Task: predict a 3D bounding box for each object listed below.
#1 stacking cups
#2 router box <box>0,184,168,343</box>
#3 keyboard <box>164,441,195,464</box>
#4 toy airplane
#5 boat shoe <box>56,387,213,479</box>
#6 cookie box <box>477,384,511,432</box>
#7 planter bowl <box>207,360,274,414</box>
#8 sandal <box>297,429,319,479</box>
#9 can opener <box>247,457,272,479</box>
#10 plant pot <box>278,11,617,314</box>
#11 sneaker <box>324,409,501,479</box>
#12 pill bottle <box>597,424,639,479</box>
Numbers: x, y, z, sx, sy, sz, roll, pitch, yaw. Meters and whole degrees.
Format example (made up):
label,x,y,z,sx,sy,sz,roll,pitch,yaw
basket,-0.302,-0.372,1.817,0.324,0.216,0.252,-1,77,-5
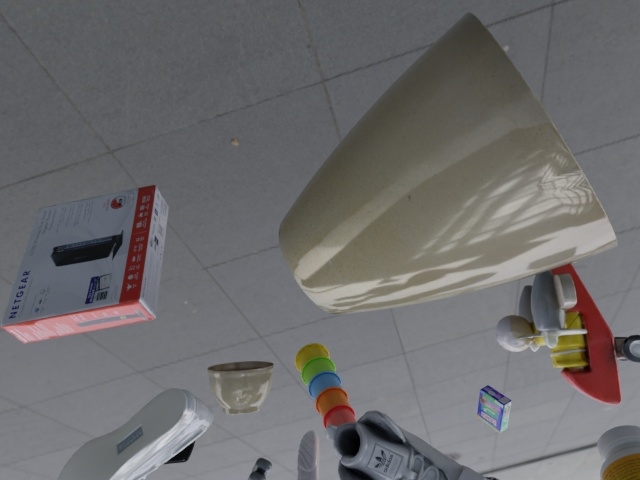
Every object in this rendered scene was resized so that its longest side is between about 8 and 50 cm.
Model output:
label,x,y,z,sx,sy,sz,roll,pitch,yaw
stacking cups,0.014,0.357,1.196,0.096,0.316,0.095,-4,107,-13
router box,-0.516,0.045,1.147,0.302,0.335,0.082,-11,141,3
keyboard,-0.388,0.530,1.299,0.192,0.100,0.038,-15,132,28
toy airplane,0.527,0.154,1.175,0.273,0.384,0.386,-27,118,10
boat shoe,-0.195,0.224,0.532,0.184,0.066,0.063,-41,134,0
cookie box,0.529,0.514,1.540,0.040,0.092,0.107,-14,115,-29
planter bowl,-0.192,0.360,1.232,0.162,0.109,0.162,-3,174,0
sandal,-0.009,0.586,1.180,0.076,0.265,0.102,21,149,-24
can opener,-0.166,0.679,1.427,0.093,0.074,0.280,21,144,6
plant pot,0.101,-0.037,0.528,0.274,0.256,0.257,-33,139,22
sneaker,0.160,0.376,0.758,0.210,0.137,0.366,39,163,-31
pill bottle,0.494,0.386,0.751,0.118,0.208,0.117,4,117,7
